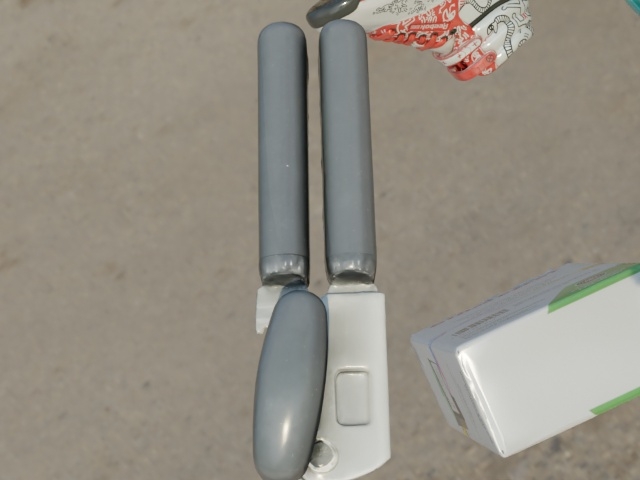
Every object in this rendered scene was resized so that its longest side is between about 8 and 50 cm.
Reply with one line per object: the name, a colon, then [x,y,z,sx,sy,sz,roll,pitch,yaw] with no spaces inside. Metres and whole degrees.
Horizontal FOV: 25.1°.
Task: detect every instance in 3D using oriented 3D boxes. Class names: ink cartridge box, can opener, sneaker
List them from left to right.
can opener: [0.000,0.000,0.806,0.074,0.093,0.280,-1,69,0]
sneaker: [0.120,-0.233,1.566,0.270,0.145,0.090,-26,17,-26]
ink cartridge box: [0.220,0.112,1.445,0.201,0.117,0.278,-24,1,-5]

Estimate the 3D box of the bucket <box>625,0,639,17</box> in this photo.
bucket: [0.449,-0.342,1.582,0.281,0.281,0.183,-39,67,-3]
